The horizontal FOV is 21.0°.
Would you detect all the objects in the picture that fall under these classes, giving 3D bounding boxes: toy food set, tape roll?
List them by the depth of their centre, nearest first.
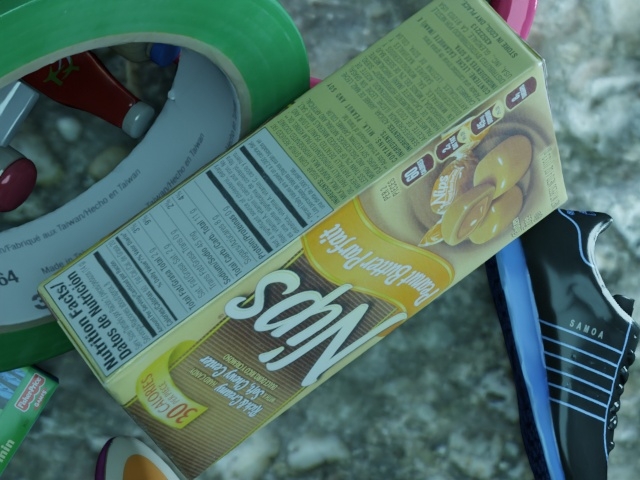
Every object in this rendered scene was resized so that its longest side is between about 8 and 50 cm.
[{"bbox_3d":[-0.160,-0.053,0.994,0.321,0.321,0.077,-31,60,-9],"label":"tape roll"},{"bbox_3d":[-0.166,-0.092,1.075,0.104,0.111,0.232,33,91,16],"label":"toy food set"}]

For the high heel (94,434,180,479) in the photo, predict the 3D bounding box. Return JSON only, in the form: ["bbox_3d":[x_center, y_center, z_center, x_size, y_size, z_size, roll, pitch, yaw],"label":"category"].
[{"bbox_3d":[-0.120,0.256,1.140,0.082,0.117,0.244,-12,76,-43],"label":"high heel"}]

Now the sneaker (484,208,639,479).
[{"bbox_3d":[0.178,0.093,1.172,0.090,0.081,0.232,-12,92,-3],"label":"sneaker"}]

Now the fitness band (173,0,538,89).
[{"bbox_3d":[0.005,-0.184,1.155,0.291,0.054,0.209,16,85,-11],"label":"fitness band"}]

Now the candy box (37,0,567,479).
[{"bbox_3d":[0.000,0.000,1.074,0.316,0.183,0.087,-37,62,-6],"label":"candy box"}]

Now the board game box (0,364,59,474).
[{"bbox_3d":[-0.300,0.102,1.105,0.211,0.039,0.160,32,85,-8],"label":"board game box"}]
